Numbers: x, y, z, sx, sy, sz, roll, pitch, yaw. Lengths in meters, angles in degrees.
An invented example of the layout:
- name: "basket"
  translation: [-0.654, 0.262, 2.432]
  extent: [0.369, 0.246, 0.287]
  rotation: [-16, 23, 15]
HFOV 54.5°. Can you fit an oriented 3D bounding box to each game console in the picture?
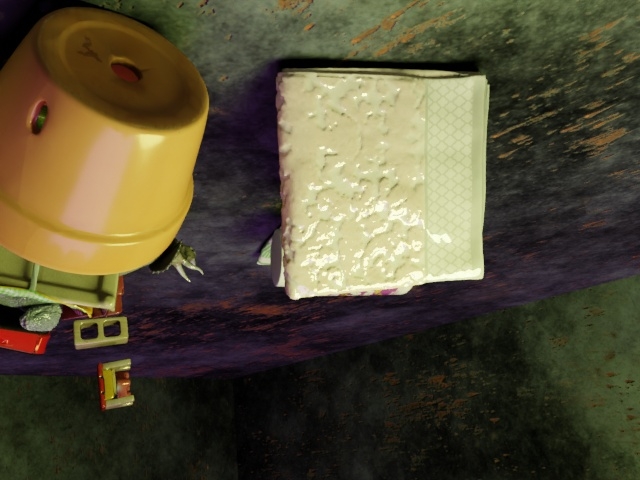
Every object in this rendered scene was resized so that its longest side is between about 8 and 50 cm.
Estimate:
- name: "game console"
  translation: [-0.796, 0.127, 1.309]
  extent: [0.387, 0.060, 0.342]
  rotation: [23, 176, 27]

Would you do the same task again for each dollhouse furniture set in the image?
- name: "dollhouse furniture set"
  translation: [-0.384, -0.029, 0.881]
  extent: [0.198, 0.301, 0.151]
  rotation: [15, 147, -29]
- name: "dollhouse furniture set"
  translation: [-0.553, 0.233, 1.516]
  extent: [0.152, 0.374, 0.201]
  rotation: [-4, 160, -21]

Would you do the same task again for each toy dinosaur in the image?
- name: "toy dinosaur"
  translation: [-0.392, 0.007, 1.216]
  extent: [0.314, 0.160, 0.121]
  rotation: [-7, 161, -24]

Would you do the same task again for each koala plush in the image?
- name: "koala plush"
  translation: [-0.641, 0.066, 1.245]
  extent: [0.203, 0.196, 0.221]
  rotation: [26, -175, 19]

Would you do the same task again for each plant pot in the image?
- name: "plant pot"
  translation: [-0.265, -0.132, 0.747]
  extent: [0.291, 0.290, 0.203]
  rotation: [8, 140, -36]

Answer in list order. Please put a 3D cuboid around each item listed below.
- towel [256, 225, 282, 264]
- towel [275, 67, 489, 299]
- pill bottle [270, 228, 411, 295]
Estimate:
- name: "towel"
  translation: [0.000, 0.000, 1.533]
  extent: [0.248, 0.038, 0.325]
  rotation: [3, 158, -24]
- name: "towel"
  translation: [0.096, -0.085, 0.922]
  extent: [0.317, 0.331, 0.053]
  rotation: [-4, -168, -10]
- name: "pill bottle"
  translation: [0.048, 0.039, 1.370]
  extent: [0.302, 0.169, 0.169]
  rotation: [1, 160, -15]
